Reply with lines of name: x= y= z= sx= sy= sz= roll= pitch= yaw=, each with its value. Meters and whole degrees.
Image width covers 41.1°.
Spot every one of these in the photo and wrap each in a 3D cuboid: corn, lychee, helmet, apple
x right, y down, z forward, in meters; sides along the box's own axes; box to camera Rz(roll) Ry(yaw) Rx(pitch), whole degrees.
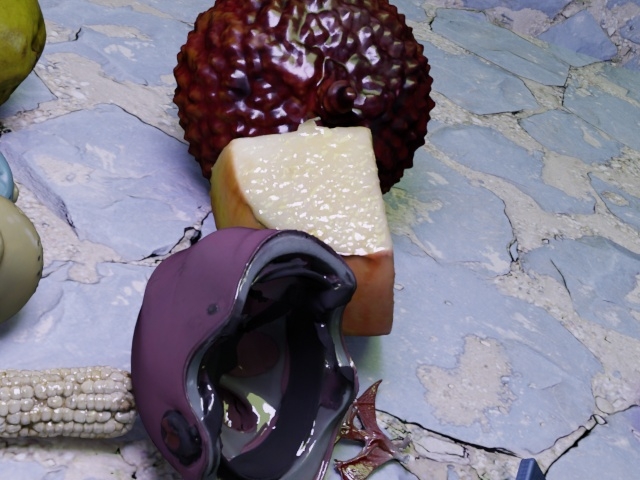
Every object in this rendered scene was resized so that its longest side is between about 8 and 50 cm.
corn: x=-0.305 y=0.181 z=0.944 sx=0.211 sy=0.087 sz=0.087 roll=2 pitch=41 yaw=-25
lychee: x=-0.025 y=-0.230 z=1.359 sx=0.424 sy=0.424 sz=0.500 roll=17 pitch=8 yaw=-10
helmet: x=-0.102 y=0.142 z=0.974 sx=0.197 sy=0.338 sz=0.271 roll=13 pitch=17 yaw=36
apple: x=0.000 y=0.000 z=1.192 sx=0.314 sy=0.309 sz=0.252 roll=33 pitch=61 yaw=19

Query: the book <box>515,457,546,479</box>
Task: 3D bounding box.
book: x=0.237 y=0.399 z=0.931 sx=0.191 sy=0.025 sz=0.269 roll=63 pitch=34 yaw=-17

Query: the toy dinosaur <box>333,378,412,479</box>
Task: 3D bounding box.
toy dinosaur: x=0.063 y=0.260 z=1.104 sx=0.108 sy=0.032 sz=0.220 roll=25 pitch=37 yaw=-4

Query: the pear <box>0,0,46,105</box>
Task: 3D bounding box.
pear: x=-0.609 y=-0.325 z=1.218 sx=0.413 sy=0.352 sz=0.352 roll=8 pitch=38 yaw=-7

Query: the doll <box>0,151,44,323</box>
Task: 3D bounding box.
doll: x=-0.433 y=-0.008 z=1.037 sx=0.161 sy=0.177 sz=0.261 roll=-3 pitch=39 yaw=-32
